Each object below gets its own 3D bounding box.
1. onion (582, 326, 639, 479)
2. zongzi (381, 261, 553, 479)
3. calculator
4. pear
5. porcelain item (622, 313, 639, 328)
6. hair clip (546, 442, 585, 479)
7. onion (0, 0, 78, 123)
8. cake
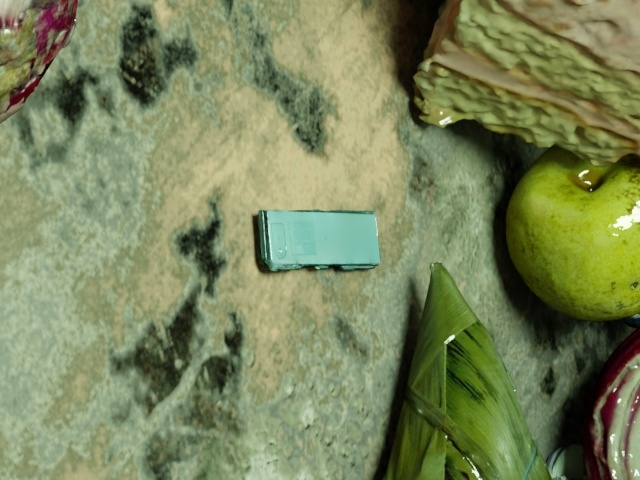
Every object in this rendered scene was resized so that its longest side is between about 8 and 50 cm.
[{"bbox_3d":[0.350,0.205,1.951,0.280,0.146,0.314,57,37,-83],"label":"onion"},{"bbox_3d":[0.102,0.182,1.672,0.251,0.125,0.274,-36,111,-56],"label":"zongzi"},{"bbox_3d":[0.000,0.000,1.647,0.172,0.018,0.057,-1,88,-53],"label":"calculator"},{"bbox_3d":[0.291,-0.004,1.886,0.197,0.197,0.197,10,77,-52],"label":"pear"},{"bbox_3d":[0.380,-0.043,2.058,0.186,0.138,0.288,6,82,-61],"label":"porcelain item"},{"bbox_3d":[0.270,0.274,1.939,0.172,0.049,0.116,16,77,-54],"label":"hair clip"},{"bbox_3d":[-0.280,-0.172,1.181,0.252,0.219,0.252,-36,149,-26],"label":"onion"},{"bbox_3d":[0.277,-0.269,1.744,0.293,0.307,0.314,18,60,-6],"label":"cake"}]
